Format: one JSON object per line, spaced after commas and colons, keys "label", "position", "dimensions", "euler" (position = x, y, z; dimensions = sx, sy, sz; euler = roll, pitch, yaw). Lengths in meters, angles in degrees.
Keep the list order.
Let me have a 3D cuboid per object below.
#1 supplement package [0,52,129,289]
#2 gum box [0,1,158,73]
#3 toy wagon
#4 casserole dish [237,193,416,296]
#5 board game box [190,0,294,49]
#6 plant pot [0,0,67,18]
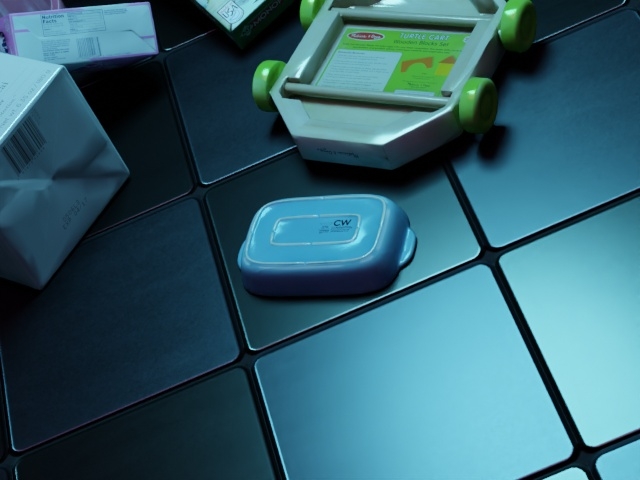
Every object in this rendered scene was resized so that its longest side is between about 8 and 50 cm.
{"label": "supplement package", "position": [-0.394, -0.094, 1.691], "dimensions": [0.293, 0.175, 0.177], "euler": [14, 58, 34]}
{"label": "gum box", "position": [-0.292, -0.222, 1.749], "dimensions": [0.188, 0.062, 0.107], "euler": [-11, 2, -36]}
{"label": "toy wagon", "position": [0.096, -0.220, 1.662], "dimensions": [0.267, 0.068, 0.344], "euler": [9, 54, 30]}
{"label": "casserole dish", "position": [0.000, 0.000, 1.527], "dimensions": [0.188, 0.037, 0.114], "euler": [-2, 50, 22]}
{"label": "board game box", "position": [-0.049, -0.400, 1.835], "dimensions": [0.317, 0.046, 0.213], "euler": [-44, 62, -4]}
{"label": "plant pot", "position": [-0.421, -0.277, 1.868], "dimensions": [0.201, 0.180, 0.201], "euler": [-13, 46, 14]}
